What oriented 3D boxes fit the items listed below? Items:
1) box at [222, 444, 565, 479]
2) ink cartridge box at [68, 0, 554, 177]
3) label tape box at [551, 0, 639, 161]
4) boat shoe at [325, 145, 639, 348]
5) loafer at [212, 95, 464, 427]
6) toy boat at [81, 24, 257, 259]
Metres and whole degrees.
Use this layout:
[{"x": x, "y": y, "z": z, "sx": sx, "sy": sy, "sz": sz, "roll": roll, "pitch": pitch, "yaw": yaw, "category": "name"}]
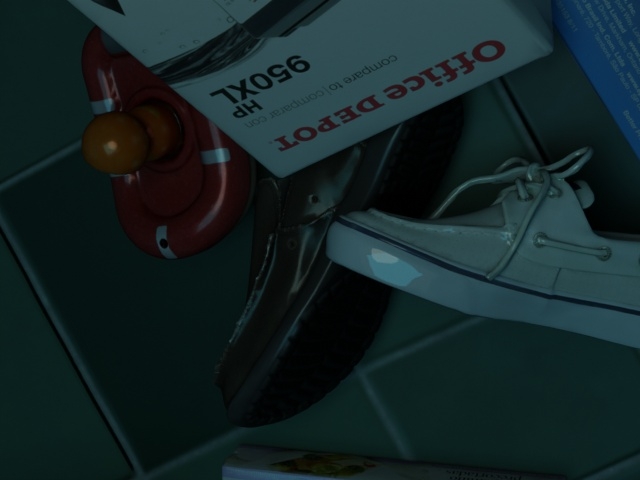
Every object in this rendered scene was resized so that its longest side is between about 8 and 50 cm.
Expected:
[{"x": 0.067, "y": 0.245, "z": 1.683, "sx": 0.324, "sy": 0.063, "sz": 0.067, "roll": 5, "pitch": 106, "yaw": 13, "category": "box"}, {"x": -0.037, "y": -0.254, "z": 1.391, "sx": 0.285, "sy": 0.166, "sz": 0.395, "roll": -23, "pitch": 137, "yaw": 29, "category": "ink cartridge box"}, {"x": 0.378, "y": -0.194, "z": 1.419, "sx": 0.347, "sy": 0.115, "sz": 0.249, "roll": -30, "pitch": 94, "yaw": 36, "category": "label tape box"}, {"x": 0.191, "y": -0.009, "z": 1.517, "sx": 0.367, "sy": 0.136, "sz": 0.157, "roll": 13, "pitch": 98, "yaw": -12, "category": "boat shoe"}, {"x": 0.000, "y": 0.000, "z": 1.622, "sx": 0.130, "sy": 0.134, "sz": 0.366, "roll": 35, "pitch": 101, "yaw": 32, "category": "loafer"}, {"x": -0.155, "y": -0.093, "z": 1.596, "sx": 0.151, "sy": 0.151, "sz": 0.231, "roll": -7, "pitch": 102, "yaw": 34, "category": "toy boat"}]
